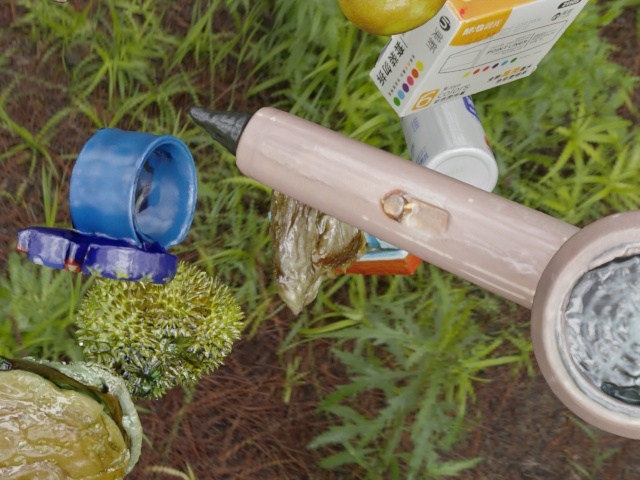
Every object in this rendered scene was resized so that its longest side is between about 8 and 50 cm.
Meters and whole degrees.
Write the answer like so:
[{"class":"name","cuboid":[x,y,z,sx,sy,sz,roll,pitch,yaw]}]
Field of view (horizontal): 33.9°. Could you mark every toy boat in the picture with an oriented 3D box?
[{"class":"toy boat","cuboid":[0.038,-0.029,1.835,0.145,0.332,0.133,-52,126,-31]}]

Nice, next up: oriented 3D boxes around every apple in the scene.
[{"class":"apple","cuboid":[0.062,-0.245,0.965,0.102,0.099,0.114,-32,63,19]}]

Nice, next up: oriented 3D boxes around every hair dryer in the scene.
[{"class":"hair dryer","cuboid":[0.063,-0.007,0.573,0.344,0.189,0.107,23,98,18]}]

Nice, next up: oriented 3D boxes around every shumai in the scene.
[{"class":"shumai","cuboid":[-0.010,-0.007,1.046,0.105,0.123,0.139,-24,101,1]}]

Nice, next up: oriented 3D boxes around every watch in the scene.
[{"class":"watch","cuboid":[-0.256,-0.047,1.363,0.171,0.196,0.200,12,85,13]}]

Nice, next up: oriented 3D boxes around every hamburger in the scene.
[{"class":"hamburger","cuboid":[-0.375,0.266,1.330,0.285,0.134,0.265,-12,122,0]}]

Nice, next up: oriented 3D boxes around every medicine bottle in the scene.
[{"class":"medicine bottle","cuboid":[0.201,-0.205,1.784,0.130,0.130,0.341,5,39,-12]}]

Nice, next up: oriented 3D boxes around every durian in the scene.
[{"class":"durian","cuboid":[-0.278,0.140,1.738,0.291,0.291,0.224,-32,62,-14]}]

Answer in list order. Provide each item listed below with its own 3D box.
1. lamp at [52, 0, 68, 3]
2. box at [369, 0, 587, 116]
[{"class":"lamp","cuboid":[-0.274,-0.292,1.105,0.063,0.031,0.083,18,87,-17]},{"class":"box","cuboid":[0.228,-0.297,1.487,0.274,0.221,0.091,-21,70,-28]}]
